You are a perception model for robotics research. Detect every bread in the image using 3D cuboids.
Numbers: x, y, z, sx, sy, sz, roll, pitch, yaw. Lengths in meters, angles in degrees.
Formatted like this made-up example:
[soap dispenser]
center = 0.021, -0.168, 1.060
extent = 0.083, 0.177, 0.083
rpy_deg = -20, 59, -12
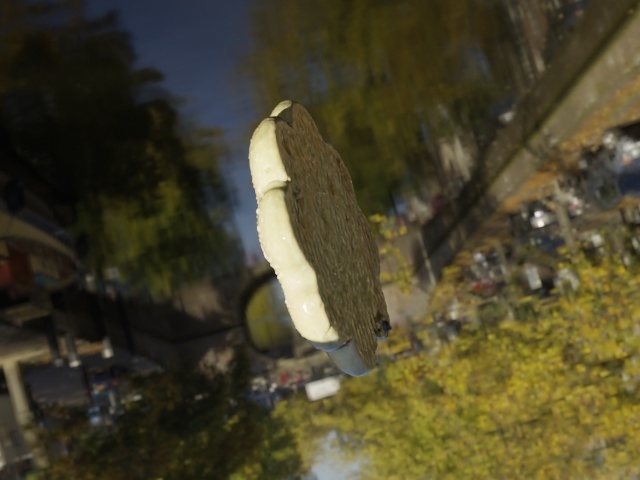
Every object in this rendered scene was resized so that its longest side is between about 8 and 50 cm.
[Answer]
[bread]
center = 0.000, 0.000, 1.117
extent = 0.054, 0.316, 0.316
rpy_deg = -18, 172, 18
